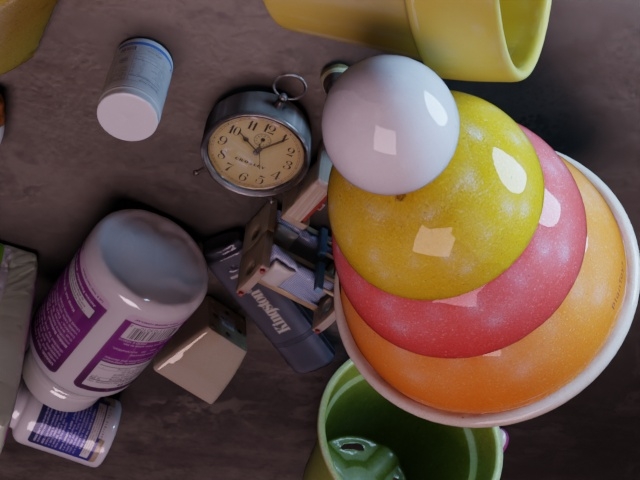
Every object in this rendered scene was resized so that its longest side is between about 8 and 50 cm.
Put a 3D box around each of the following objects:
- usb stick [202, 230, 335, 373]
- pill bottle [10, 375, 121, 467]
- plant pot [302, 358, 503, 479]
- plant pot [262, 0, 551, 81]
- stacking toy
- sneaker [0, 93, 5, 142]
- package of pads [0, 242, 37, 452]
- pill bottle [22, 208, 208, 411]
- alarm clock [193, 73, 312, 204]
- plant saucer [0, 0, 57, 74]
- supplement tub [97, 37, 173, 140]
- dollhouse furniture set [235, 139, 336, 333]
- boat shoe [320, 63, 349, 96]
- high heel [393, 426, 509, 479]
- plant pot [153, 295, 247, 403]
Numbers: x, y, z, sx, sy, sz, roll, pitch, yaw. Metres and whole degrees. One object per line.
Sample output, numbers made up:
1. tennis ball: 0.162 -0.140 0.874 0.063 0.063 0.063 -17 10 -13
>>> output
1. usb stick: -0.068 0.091 1.516 0.077 0.045 0.278 -17 131 22
2. pill bottle: -0.414 0.271 1.683 0.187 0.112 0.112 23 133 -18
3. plant pot: 0.093 0.332 1.617 0.276 0.276 0.254 15 146 -10
4. plant pot: 0.078 -0.278 1.010 0.239 0.254 0.254 5 138 23
5. stacking toy: 0.119 -0.040 1.073 0.351 0.350 0.480 -11 152 16
6. sneaker: -0.506 -0.164 1.246 0.290 0.106 0.123 5 133 -32
7. package of pads: -0.459 0.182 1.467 0.101 0.296 0.229 13 135 -17
8. pill bottle: -0.289 0.106 1.466 0.169 0.169 0.301 27 131 -20
9. alarm clock: -0.066 -0.128 1.282 0.129 0.064 0.192 21 135 -15
10. plant saucer: -0.430 -0.265 1.058 0.333 0.081 0.333 23 163 -17
11. supplement tub: -0.207 -0.170 1.221 0.071 0.107 0.071 3 136 3
12. dollhouse furniture set: 0.000 0.000 1.358 0.129 0.129 0.183 27 131 -21
13. boat shoe: 0.043 -0.136 1.273 0.056 0.049 0.152 -21 130 24
14. high heel: 0.220 0.372 1.768 0.244 0.082 0.117 -41 149 22
15. plant pot: -0.163 0.145 1.543 0.109 0.109 0.096 37 116 -28
